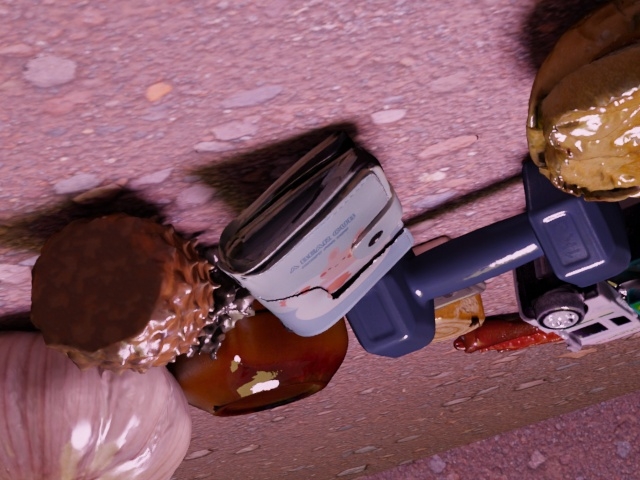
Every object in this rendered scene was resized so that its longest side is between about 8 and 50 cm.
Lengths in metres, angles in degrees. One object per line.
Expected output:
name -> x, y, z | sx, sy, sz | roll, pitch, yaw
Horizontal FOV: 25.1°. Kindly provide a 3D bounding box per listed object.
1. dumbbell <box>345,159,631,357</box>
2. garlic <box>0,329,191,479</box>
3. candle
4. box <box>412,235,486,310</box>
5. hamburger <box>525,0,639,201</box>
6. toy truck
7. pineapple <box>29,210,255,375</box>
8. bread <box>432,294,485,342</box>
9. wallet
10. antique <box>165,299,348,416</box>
dumbbell -> 0.177, 0.018, 1.614 | 0.325, 0.144, 0.160 | -24, 160, 21
garlic -> -0.298, 0.214, 1.662 | 0.322, 0.241, 0.322 | -20, 173, -3
candle -> 0.347, 0.140, 2.311 | 0.301, 0.059, 0.084 | -10, 171, -22
box -> 0.148, 0.042, 1.800 | 0.089, 0.062, 0.122 | -21, 162, 17
hamburger -> 0.301, -0.141, 1.247 | 0.265, 0.134, 0.285 | -15, 157, 5
toy truck -> 0.408, 0.010, 1.678 | 0.363, 0.176, 0.178 | -21, 143, 27
pineapple -> -0.153, 0.062, 1.445 | 0.169, 0.169, 0.340 | -21, 167, 14
bread -> 0.159, 0.104, 1.990 | 0.122, 0.073, 0.149 | -26, 161, 36
wallet -> 0.000, 0.000, 1.413 | 0.176, 0.075, 0.250 | -42, 160, -2
antique -> -0.076, 0.136, 1.778 | 0.223, 0.129, 0.278 | -23, 164, 20
